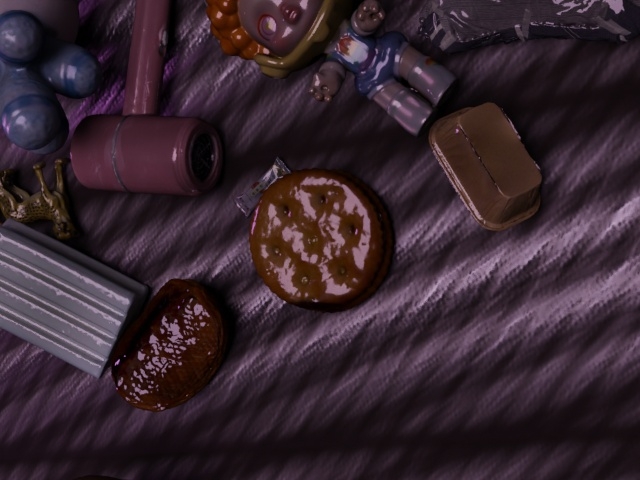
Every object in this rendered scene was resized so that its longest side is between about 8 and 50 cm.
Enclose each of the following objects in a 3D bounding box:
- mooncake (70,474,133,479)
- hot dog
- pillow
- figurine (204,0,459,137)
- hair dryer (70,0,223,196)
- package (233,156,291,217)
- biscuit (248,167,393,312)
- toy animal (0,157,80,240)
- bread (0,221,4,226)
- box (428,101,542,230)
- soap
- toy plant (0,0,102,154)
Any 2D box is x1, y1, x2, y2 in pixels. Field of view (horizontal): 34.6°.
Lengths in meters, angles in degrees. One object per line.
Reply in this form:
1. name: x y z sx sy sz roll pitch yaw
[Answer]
1. mooncake: -0.318 0.549 1.543 0.201 0.378 0.378 8 97 21
2. hot dog: -0.234 0.161 1.617 0.160 0.099 0.227 47 111 16
3. pillow: 0.283 -0.327 1.329 0.335 0.093 0.161 0 99 26
4. figurine: 0.008 -0.279 1.420 0.224 0.205 0.381 -41 84 25
5. hair dryer: -0.258 -0.248 1.601 0.211 0.125 0.352 5 89 25
6. package: -0.089 -0.082 1.575 0.110 0.015 0.037 -42 81 24
7. biscuit: 0.000 0.000 1.507 0.221 0.066 0.220 2 95 26
8. toy animal: -0.498 -0.061 1.753 0.182 0.073 0.136 -7 97 24
9. bread: -0.576 0.055 1.805 0.193 0.064 0.193 0 90 32
10. box: 0.224 -0.103 1.371 0.111 0.111 0.177 -34 78 24
11. soap: -0.434 0.093 1.682 0.266 0.087 0.159 26 103 5
12. toy plant: -0.459 -0.265 1.564 0.247 0.247 0.332 -45 46 22
